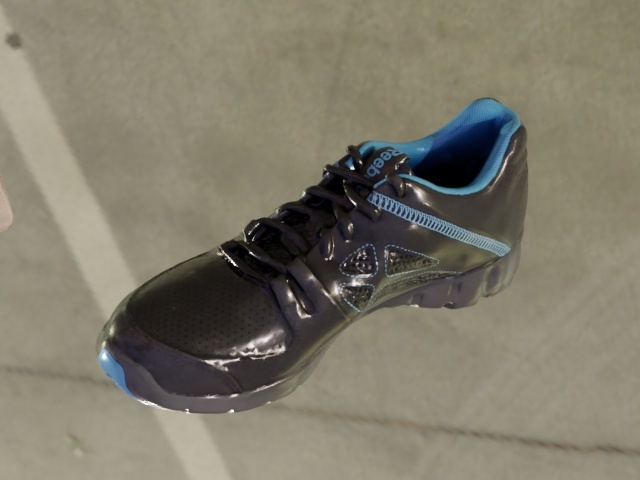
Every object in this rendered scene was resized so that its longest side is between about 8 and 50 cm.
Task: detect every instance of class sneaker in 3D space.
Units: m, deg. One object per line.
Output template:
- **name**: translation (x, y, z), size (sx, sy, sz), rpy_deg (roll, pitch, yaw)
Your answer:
- **sneaker**: translation (0.000, 0.000, 1.016), size (0.125, 0.341, 0.139), rpy_deg (42, 141, 33)

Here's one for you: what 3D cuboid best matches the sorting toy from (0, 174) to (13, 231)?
- **sorting toy**: translation (-0.277, -0.030, 0.622), size (0.257, 0.089, 0.255), rpy_deg (-19, 141, -7)
